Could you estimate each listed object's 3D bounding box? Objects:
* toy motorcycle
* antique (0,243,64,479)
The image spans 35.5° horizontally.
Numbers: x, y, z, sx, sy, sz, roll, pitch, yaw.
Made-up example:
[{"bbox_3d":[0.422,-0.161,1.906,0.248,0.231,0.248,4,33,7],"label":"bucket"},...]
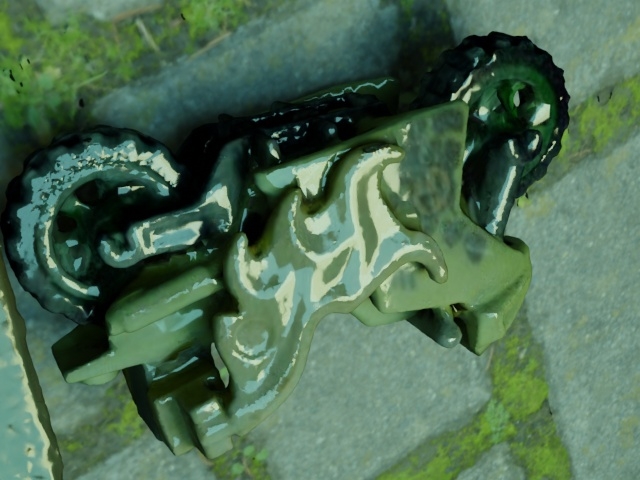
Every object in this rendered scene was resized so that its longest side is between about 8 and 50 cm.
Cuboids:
[{"bbox_3d":[0.000,0.000,0.694,0.410,0.169,0.237,-15,112,-20],"label":"toy motorcycle"},{"bbox_3d":[-0.243,0.087,0.608,0.125,0.150,0.284,-18,111,-29],"label":"antique"}]
